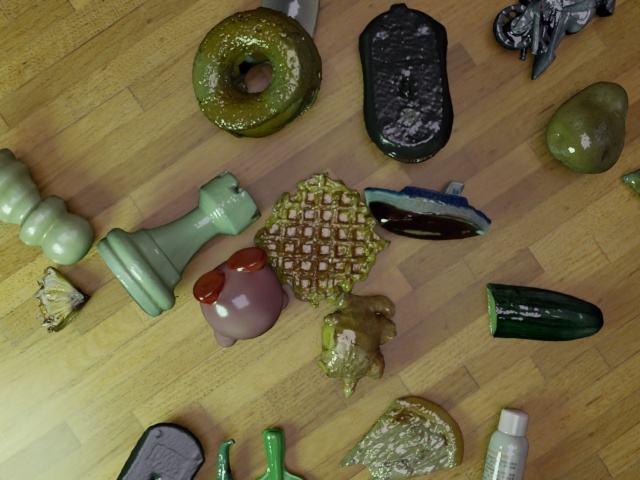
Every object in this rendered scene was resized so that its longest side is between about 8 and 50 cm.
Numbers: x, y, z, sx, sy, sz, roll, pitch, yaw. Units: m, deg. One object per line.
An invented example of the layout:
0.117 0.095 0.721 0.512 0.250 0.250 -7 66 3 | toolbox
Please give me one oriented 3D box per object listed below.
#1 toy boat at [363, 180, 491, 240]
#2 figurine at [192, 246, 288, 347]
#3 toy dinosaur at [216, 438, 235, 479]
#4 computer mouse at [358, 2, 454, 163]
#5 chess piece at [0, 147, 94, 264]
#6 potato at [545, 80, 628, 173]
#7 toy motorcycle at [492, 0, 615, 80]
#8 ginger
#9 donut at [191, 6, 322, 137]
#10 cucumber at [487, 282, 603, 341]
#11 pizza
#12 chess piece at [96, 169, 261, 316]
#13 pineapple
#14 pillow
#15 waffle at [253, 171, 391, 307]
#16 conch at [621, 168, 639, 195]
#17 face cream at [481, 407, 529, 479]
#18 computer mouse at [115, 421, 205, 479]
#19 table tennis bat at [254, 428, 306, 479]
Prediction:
0.217 -0.071 1.594 0.262 0.114 0.115 5 58 -5 | toy boat
-0.155 0.117 1.556 0.173 0.173 0.173 0 90 -1 | figurine
-0.223 0.546 1.599 0.120 0.079 0.292 -4 93 -6 | toy dinosaur
0.173 -0.311 1.584 0.183 0.116 0.323 -3 83 1 | computer mouse
-0.568 -0.052 1.569 0.251 0.144 0.144 37 90 -5 | chess piece
0.542 -0.231 1.573 0.157 0.157 0.194 30 88 -1 | potato
0.495 -0.481 1.595 0.173 0.108 0.307 44 92 -6 | toy motorcycle
0.069 0.211 1.591 0.157 0.102 0.216 11 87 -25 | ginger
-0.135 -0.325 1.542 0.272 0.107 0.272 4 104 15 | donut
0.467 0.153 1.617 0.244 0.063 0.115 3 91 -2 | cucumber
0.162 0.425 1.624 0.262 0.034 0.181 -24 91 0 | pizza
-0.269 -0.007 1.554 0.299 0.194 0.194 -38 91 -10 | chess piece
-0.526 0.118 1.597 0.116 0.069 0.137 -7 89 0 | pineapple
-0.074 -0.468 1.600 0.144 0.078 0.254 9 90 11 | pillow
0.000 0.000 1.614 0.245 0.052 0.254 45 91 -2 | waffle
0.728 -0.103 1.601 0.173 0.106 0.116 1 67 -19 | conch
0.374 0.476 1.604 0.082 0.082 0.269 12 90 -1 | face cream
-0.343 0.494 1.591 0.138 0.086 0.269 32 81 -9 | computer mouse
-0.088 0.515 1.621 0.160 0.039 0.257 -5 93 -3 | table tennis bat
